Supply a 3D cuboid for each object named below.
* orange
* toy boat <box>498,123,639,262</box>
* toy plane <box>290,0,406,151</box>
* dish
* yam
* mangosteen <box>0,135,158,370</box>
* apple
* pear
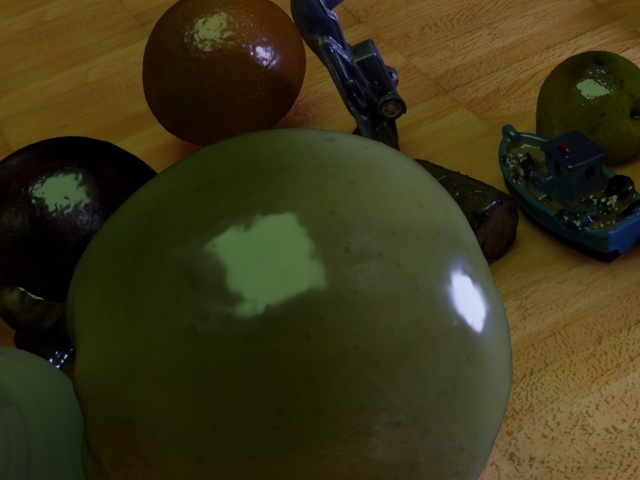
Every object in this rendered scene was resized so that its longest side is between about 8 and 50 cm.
[{"bbox_3d":[-0.115,-0.210,1.664,0.206,0.206,0.206,-10,35,7],"label":"orange"},{"bbox_3d":[0.249,-0.064,1.408,0.100,0.097,0.223,-23,37,-17],"label":"toy boat"},{"bbox_3d":[0.034,-0.198,1.525,0.088,0.267,0.212,-18,34,5],"label":"toy plane"},{"bbox_3d":[-0.338,0.207,1.119,0.316,0.106,0.316,-10,57,16],"label":"dish"},{"bbox_3d":[0.137,-0.032,1.425,0.079,0.079,0.141,-35,40,-26],"label":"yam"},{"bbox_3d":[-0.251,0.025,1.385,0.228,0.228,0.265,-4,60,16],"label":"mangosteen"},{"bbox_3d":[-0.030,0.082,1.090,0.357,0.357,0.357,-10,35,7],"label":"apple"},{"bbox_3d":[0.299,-0.151,1.508,0.141,0.104,0.141,-13,32,8],"label":"pear"}]
